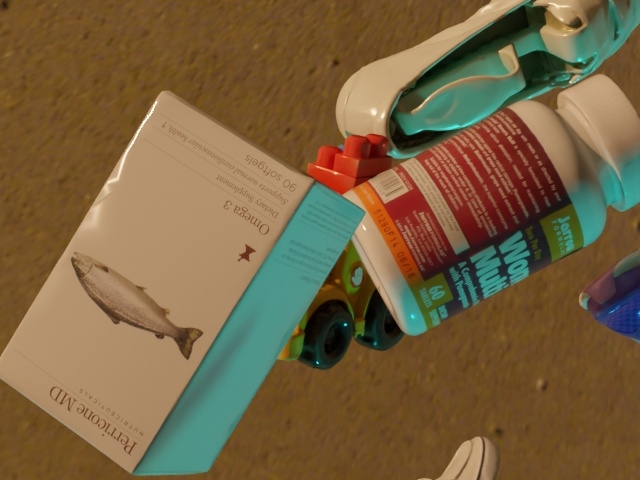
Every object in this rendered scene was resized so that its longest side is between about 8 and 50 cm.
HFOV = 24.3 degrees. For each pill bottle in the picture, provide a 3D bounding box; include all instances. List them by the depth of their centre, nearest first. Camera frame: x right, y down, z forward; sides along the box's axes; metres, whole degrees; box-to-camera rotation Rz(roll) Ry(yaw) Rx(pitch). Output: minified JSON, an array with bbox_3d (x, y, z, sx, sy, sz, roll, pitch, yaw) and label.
[{"bbox_3d":[0.134,-0.030,1.106,0.221,0.121,0.121,-28,104,-2],"label":"pill bottle"}]

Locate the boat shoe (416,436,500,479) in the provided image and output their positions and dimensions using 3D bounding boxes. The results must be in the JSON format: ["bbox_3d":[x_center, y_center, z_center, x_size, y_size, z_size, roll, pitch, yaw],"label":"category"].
[{"bbox_3d":[0.134,0.333,1.798,0.088,0.267,0.096,36,148,-5],"label":"boat shoe"}]

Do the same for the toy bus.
[{"bbox_3d":[0.000,0.000,1.435,0.149,0.220,0.211,22,112,33],"label":"toy bus"}]

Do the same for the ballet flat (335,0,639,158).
[{"bbox_3d":[0.207,-0.192,1.530,0.400,0.139,0.139,-29,104,-6],"label":"ballet flat"}]

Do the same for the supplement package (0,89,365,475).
[{"bbox_3d":[-0.074,0.027,0.814,0.105,0.105,0.179,32,92,18],"label":"supplement package"}]

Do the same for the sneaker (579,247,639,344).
[{"bbox_3d":[0.312,0.074,1.261,0.095,0.236,0.104,-38,55,27],"label":"sneaker"}]
